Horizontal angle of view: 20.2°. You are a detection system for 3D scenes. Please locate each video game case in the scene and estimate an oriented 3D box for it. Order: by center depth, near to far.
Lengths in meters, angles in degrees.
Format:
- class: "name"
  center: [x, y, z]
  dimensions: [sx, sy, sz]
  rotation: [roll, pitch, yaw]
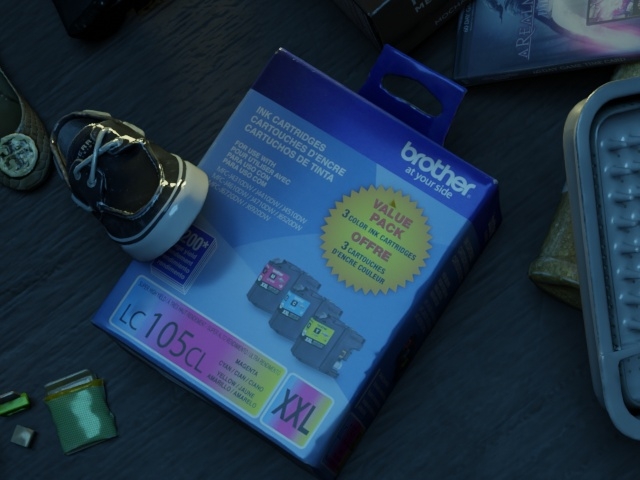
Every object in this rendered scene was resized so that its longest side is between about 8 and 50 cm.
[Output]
- class: "video game case"
  center: [0.266, -0.262, 1.808]
  dimensions: [0.274, 0.026, 0.196]
  rotation: [-5, 65, 32]

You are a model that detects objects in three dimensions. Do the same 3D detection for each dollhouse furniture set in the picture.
- class: "dollhouse furniture set"
  center: [-0.288, 0.185, 1.818]
  dimensions: [0.151, 0.058, 0.076]
  rotation: [-21, 75, 1]

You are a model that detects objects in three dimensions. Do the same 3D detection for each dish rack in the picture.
- class: "dish rack"
  center: [0.347, 0.001, 1.693]
  dimensions: [0.285, 0.072, 0.333]
  rotation: [-13, 100, -28]

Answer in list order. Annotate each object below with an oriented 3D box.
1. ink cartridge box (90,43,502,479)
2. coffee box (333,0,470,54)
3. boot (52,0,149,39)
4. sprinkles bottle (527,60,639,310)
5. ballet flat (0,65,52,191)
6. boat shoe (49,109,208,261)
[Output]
- class: "ink cartridge box"
  center: [0.000, 0.000, 1.787]
  dimensions: [0.270, 0.151, 0.395]
  rotation: [32, 80, 13]
- class: "coffee box"
  center: [0.038, -0.350, 1.854]
  dimensions: [0.168, 0.119, 0.297]
  rotation: [-40, 65, -2]
- class: "boot"
  center: [-0.305, -0.301, 1.920]
  dimensions: [0.246, 0.094, 0.207]
  rotation: [-27, 75, 0]
- class: "sprinkles bottle"
  center: [0.325, -0.101, 1.785]
  dimensions: [0.121, 0.121, 0.355]
  rotation: [21, 80, 11]
- class: "ballet flat"
  center: [-0.362, -0.164, 1.912]
  dimensions: [0.084, 0.058, 0.250]
  rotation: [-28, 75, 0]
- class: "boat shoe"
  center: [-0.198, -0.068, 1.749]
  dimensions: [0.102, 0.301, 0.108]
  rotation: [38, 92, -26]
